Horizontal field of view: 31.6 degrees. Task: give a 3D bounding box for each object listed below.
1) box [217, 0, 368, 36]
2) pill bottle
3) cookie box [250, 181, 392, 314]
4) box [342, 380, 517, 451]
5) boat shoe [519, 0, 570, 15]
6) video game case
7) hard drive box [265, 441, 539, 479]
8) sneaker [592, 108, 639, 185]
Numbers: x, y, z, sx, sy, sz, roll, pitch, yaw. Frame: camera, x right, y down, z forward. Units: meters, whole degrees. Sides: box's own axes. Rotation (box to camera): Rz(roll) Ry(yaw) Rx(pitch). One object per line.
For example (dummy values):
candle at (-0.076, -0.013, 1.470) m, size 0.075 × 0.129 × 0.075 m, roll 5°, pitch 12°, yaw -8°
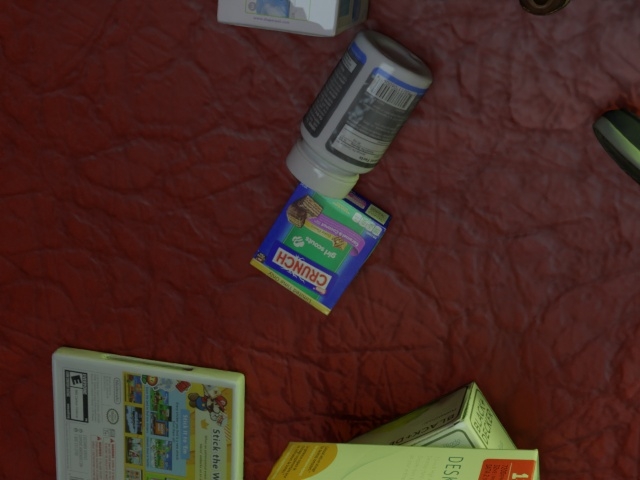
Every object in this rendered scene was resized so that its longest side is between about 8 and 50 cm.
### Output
box at (-0.012, -0.280, 0.924) m, size 0.103 × 0.114 × 0.203 m, roll 11°, pitch 110°, yaw 13°
pill bottle at (0.031, -0.108, 0.991) m, size 0.078 × 0.078 × 0.137 m, roll 35°, pitch 114°, yaw 2°
cookie box at (0.000, 0.000, 1.055) m, size 0.092 × 0.040 × 0.107 m, roll 33°, pitch 114°, yaw 2°
box at (0.149, 0.300, 1.090) m, size 0.169 × 0.087 × 0.290 m, roll -31°, pitch 98°, yaw 22°
boat shoe at (0.181, -0.269, 0.904) m, size 0.064 × 0.060 × 0.177 m, roll 1°, pitch 108°, yaw 15°
video game case at (-0.182, 0.231, 1.192) m, size 0.207 × 0.026 × 0.226 m, roll 7°, pitch 109°, yaw 13°
hard drive box at (0.062, 0.251, 0.952) m, size 0.232 × 0.181 × 0.089 m, roll -1°, pitch 107°, yaw 15°
sneaker at (0.342, -0.067, 0.931) m, size 0.222 × 0.083 × 0.118 m, roll 36°, pitch 95°, yaw 9°
